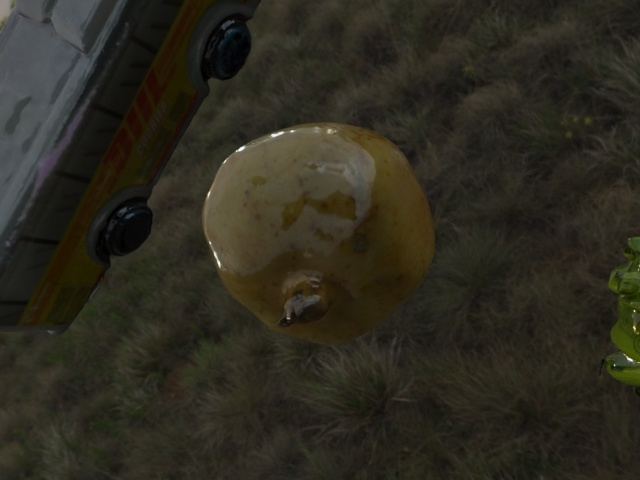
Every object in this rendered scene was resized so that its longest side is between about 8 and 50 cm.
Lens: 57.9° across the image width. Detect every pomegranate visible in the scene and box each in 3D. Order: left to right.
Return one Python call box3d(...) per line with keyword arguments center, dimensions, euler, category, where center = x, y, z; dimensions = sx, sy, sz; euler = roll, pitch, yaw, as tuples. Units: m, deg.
box3d(center=(0.000, 0.000, 0.820), dimensions=(0.342, 0.342, 0.343), euler=(-31, 37, 27), category="pomegranate")

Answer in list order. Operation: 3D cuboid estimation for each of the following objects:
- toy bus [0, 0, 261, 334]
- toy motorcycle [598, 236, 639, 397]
box3d(center=(-0.126, -0.078, 0.321), dimensions=(0.092, 0.106, 0.268), euler=(33, 95, 19), category="toy bus")
box3d(center=(0.416, 0.077, 0.681), dimensions=(0.142, 0.342, 0.206), euler=(13, 106, 26), category="toy motorcycle")
